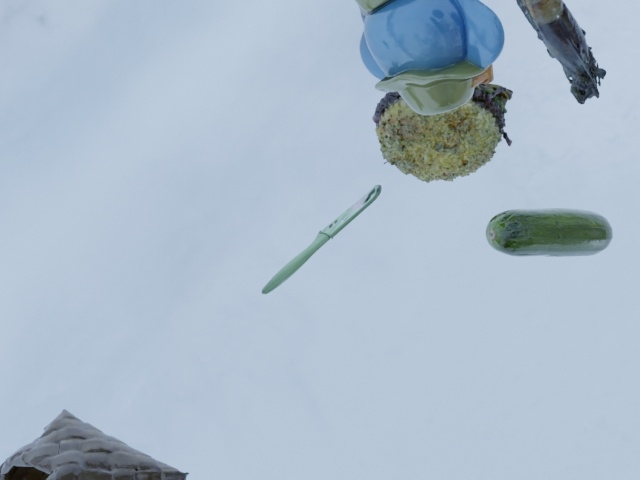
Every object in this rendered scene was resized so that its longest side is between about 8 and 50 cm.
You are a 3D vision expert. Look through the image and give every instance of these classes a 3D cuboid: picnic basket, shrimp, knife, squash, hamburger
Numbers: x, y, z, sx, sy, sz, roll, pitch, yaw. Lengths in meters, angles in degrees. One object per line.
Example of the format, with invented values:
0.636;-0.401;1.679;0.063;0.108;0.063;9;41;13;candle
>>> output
-0.387;0.467;1.273;0.337;0.337;0.293;-3;121;-11;picnic basket
0.194;-0.189;0.720;0.034;0.091;0.161;-32;117;15;shrimp
0.000;0.000;1.081;0.207;0.030;0.014;-41;115;11;knife
0.325;-0.012;1.195;0.239;0.069;0.069;0;82;-33;squash
0.212;-0.198;1.482;0.243;0.261;0.138;7;60;0;hamburger

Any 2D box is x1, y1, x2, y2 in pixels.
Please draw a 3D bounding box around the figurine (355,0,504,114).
0.116;-0.269;0.954;0.180;0.154;0.262;0;121;15;figurine
